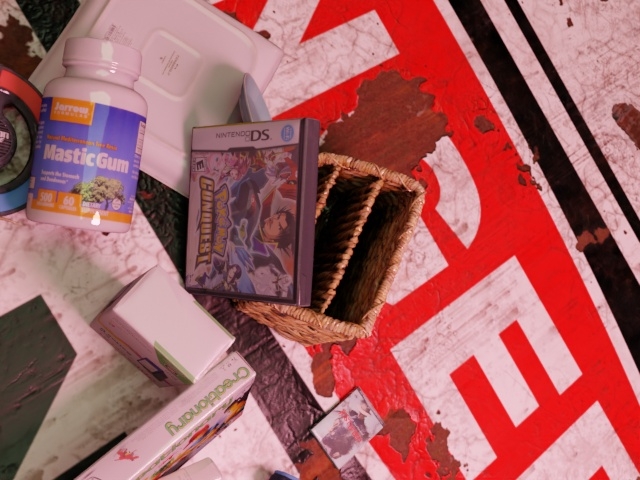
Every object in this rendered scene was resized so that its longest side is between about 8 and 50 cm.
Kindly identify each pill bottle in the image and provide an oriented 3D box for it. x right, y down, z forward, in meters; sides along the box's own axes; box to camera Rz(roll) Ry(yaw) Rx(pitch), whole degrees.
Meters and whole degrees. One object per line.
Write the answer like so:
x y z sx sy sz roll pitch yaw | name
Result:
-0.340 -0.153 1.151 0.152 0.152 0.271 8 90 -25 | pill bottle

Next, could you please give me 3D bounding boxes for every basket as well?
0.000 0.000 1.279 0.213 0.223 0.299 33 67 -16 | basket

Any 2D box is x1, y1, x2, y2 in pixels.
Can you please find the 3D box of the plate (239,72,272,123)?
-0.104 -0.190 1.314 0.024 0.188 0.188 -15 85 8 | plate

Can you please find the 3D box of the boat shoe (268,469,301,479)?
0.008 0.473 1.244 0.258 0.109 0.089 43 67 -10 | boat shoe

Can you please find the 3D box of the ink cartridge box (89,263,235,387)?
-0.238 0.132 1.137 0.154 0.212 0.093 45 66 -11 | ink cartridge box

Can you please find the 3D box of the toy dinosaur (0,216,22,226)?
-0.525 -0.026 1.086 0.183 0.092 0.053 -16 80 -9 | toy dinosaur

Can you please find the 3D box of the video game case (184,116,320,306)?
-0.112 -0.045 1.196 0.035 0.248 0.274 4 89 -51 | video game case

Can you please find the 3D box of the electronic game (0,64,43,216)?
-0.488 -0.147 1.133 0.229 0.048 0.229 2 88 -45 | electronic game

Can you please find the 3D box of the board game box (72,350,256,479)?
-0.230 0.300 1.114 0.305 0.193 0.053 -38 74 -28 | board game box

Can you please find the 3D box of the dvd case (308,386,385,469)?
0.048 0.324 1.348 0.119 0.013 0.087 -36 96 -29 | dvd case

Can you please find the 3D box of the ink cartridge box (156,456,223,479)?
-0.239 0.434 1.111 0.225 0.056 0.181 -17 121 -26 | ink cartridge box

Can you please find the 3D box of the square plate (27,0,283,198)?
-0.263 -0.288 1.311 0.344 0.049 0.347 31 67 -18 | square plate
